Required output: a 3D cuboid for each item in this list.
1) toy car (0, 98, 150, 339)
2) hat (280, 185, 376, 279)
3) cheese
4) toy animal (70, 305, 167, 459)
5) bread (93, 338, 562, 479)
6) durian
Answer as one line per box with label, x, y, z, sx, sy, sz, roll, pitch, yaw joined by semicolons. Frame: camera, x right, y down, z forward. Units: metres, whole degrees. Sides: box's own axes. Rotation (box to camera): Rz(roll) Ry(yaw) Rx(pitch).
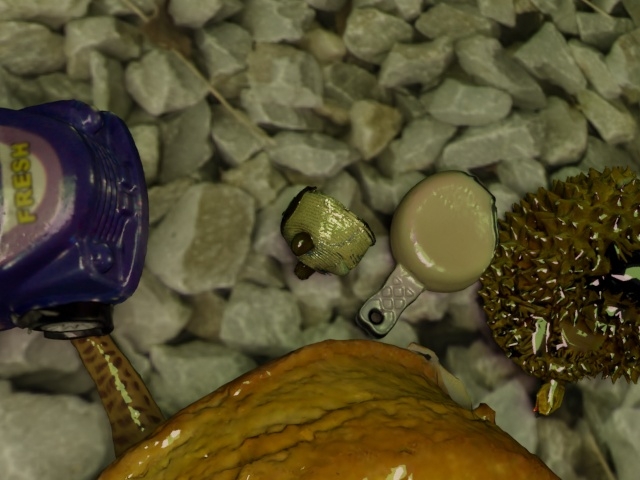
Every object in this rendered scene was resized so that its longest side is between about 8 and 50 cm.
toy car;-0.241;-0.015;0.495;0.235;0.158;0.172;-13;74;9
hat;-0.001;0.000;0.619;0.076;0.077;0.059;36;71;-5
cheese;0.098;0.017;0.656;0.092;0.047;0.171;24;72;-5
toy animal;-0.103;0.151;0.571;0.276;0.054;0.149;32;69;-4
bread;0.020;0.248;0.462;0.358;0.204;0.336;-31;113;-26
durian;0.244;0.038;0.641;0.194;0.138;0.237;24;73;-8
